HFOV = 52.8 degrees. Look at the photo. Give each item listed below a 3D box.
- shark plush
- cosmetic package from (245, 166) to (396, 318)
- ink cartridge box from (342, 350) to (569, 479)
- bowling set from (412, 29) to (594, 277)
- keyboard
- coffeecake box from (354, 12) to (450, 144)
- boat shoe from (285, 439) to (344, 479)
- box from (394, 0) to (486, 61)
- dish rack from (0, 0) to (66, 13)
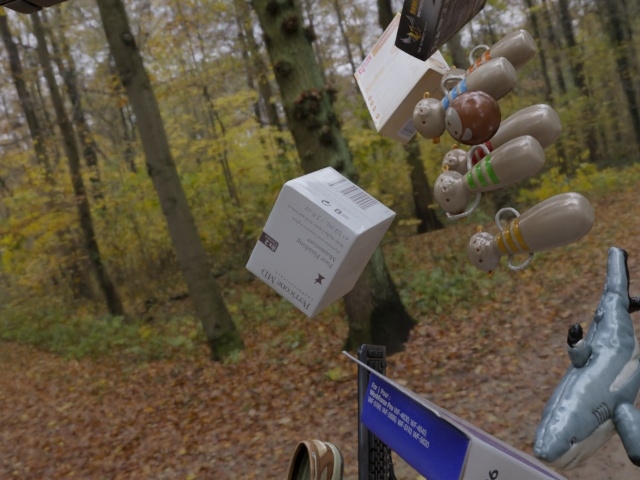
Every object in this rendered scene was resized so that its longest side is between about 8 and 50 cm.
[{"bbox_3d":[0.191,0.080,0.434,0.067,0.161,0.073,31,-8,-24],"label":"shark plush"},{"bbox_3d":[0.000,0.000,1.090,0.151,0.151,0.183,-28,-30,-56],"label":"cosmetic package"},{"bbox_3d":[0.163,0.230,0.667,0.333,0.065,0.165,34,-6,-28],"label":"ink cartridge box"},{"bbox_3d":[0.163,-0.115,0.719,0.200,0.286,0.154,10,-28,-44],"label":"bowling set"},{"bbox_3d":[0.093,0.323,1.000,0.033,0.316,0.201,-2,-11,17],"label":"keyboard"},{"bbox_3d":[0.143,-0.285,1.130,0.068,0.185,0.142,17,-51,-30],"label":"coffeecake box"},{"bbox_3d":[-0.045,0.583,1.369,0.123,0.323,0.120,-15,-37,40],"label":"boat shoe"},{"bbox_3d":[0.191,-0.385,0.872,0.183,0.056,0.231,-46,-19,-30],"label":"box"},{"bbox_3d":[-0.369,-0.460,0.898,0.209,0.271,0.074,-10,-11,18],"label":"dish rack"}]
